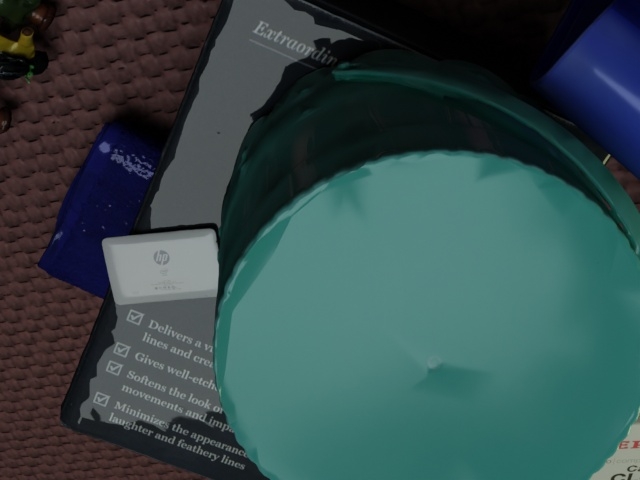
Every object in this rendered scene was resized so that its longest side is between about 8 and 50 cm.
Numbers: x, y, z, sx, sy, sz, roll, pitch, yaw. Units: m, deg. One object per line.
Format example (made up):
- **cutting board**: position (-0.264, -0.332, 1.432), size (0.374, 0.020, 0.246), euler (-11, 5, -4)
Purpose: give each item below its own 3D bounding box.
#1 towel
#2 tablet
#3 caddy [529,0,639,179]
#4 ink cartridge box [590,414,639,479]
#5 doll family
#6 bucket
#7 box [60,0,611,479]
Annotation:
- **towel**: position (-0.125, 0.015, 0.959), size (0.308, 0.076, 0.228), euler (29, 131, -12)
- **tablet**: position (-0.113, 0.019, 0.653), size (0.083, 0.006, 0.054), euler (-5, 112, 4)
- **caddy**: position (0.284, -0.156, 0.569), size (0.179, 0.341, 0.241), euler (38, 136, -2)
- **ink cartridge box**: position (0.273, 0.250, 1.020), size (0.226, 0.131, 0.306), euler (-2, 133, 1)
- **doll family**: position (-0.312, -0.165, 0.831), size (0.111, 0.076, 0.193), euler (15, 150, -42)
- **bucket**: position (0.063, 0.031, 0.561), size (0.281, 0.183, 0.281), euler (0, 113, 0)
- **box**: position (0.000, 0.000, 0.762), size (0.293, 0.212, 0.395), euler (23, 112, -9)
